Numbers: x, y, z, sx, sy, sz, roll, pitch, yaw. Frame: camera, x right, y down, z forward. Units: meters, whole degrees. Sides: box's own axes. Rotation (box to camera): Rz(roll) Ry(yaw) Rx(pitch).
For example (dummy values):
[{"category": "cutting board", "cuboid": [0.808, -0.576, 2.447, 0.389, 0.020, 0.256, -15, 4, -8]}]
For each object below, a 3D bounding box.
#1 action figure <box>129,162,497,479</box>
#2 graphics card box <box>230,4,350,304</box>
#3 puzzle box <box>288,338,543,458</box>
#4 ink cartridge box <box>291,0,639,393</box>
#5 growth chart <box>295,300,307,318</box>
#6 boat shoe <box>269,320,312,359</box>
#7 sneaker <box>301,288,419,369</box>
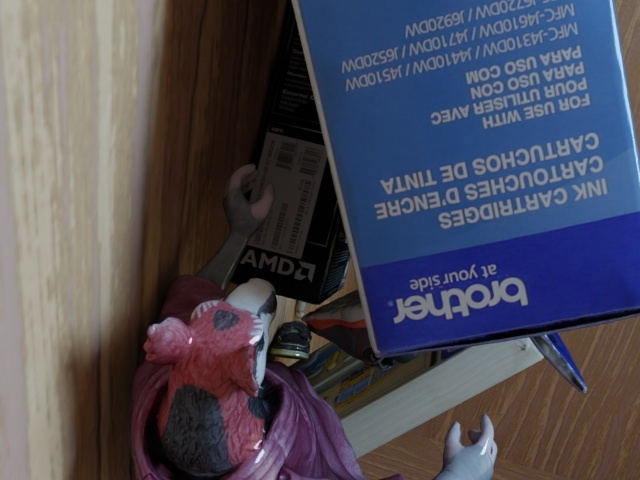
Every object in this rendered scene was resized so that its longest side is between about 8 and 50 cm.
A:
[{"category": "action figure", "cuboid": [-0.059, 0.139, 0.471, 0.275, 0.248, 0.370, -39, 151, -12]}, {"category": "graphics card box", "cuboid": [0.016, -0.131, 0.703, 0.233, 0.094, 0.371, -9, 112, -83]}, {"category": "puzzle box", "cuboid": [0.073, 0.161, 0.886, 0.408, 0.052, 0.272, -34, -170, 19]}, {"category": "ink cartridge box", "cuboid": [0.083, -0.103, 0.448, 0.270, 0.151, 0.396, -49, 129, -76]}, {"category": "growth chart", "cuboid": [-0.001, 0.024, 1.207, 0.237, 0.021, 0.172, -66, 169, -56]}, {"category": "boat shoe", "cuboid": [-0.040, 0.137, 1.000, 0.152, 0.056, 0.049, 150, -50, -86]}, {"category": "sneaker", "cuboid": [0.031, 0.077, 0.578, 0.065, 0.061, 0.158, 65, -17, -2]}]
